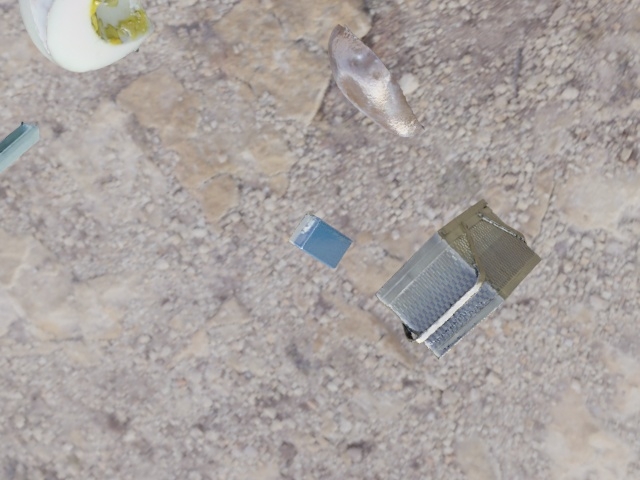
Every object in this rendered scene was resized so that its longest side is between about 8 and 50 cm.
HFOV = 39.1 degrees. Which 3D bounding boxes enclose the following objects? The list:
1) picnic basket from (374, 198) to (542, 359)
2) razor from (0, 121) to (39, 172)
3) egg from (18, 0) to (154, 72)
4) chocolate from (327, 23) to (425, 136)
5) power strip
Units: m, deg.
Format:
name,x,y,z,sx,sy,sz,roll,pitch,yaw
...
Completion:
name,x,y,z,sx,sy,sz,roll,pitch,yaw
picnic basket,0.218,0.057,1.405,0.139,0.267,0.165,47,119,8
razor,-0.453,-0.107,1.237,0.111,0.278,0.056,10,110,3
egg,-0.382,-0.389,1.385,0.206,0.271,0.162,-44,74,-9
chocolate,0.090,-0.287,1.715,0.083,0.261,0.161,-43,52,1
power strip,0.000,0.000,1.377,0.032,0.123,0.056,32,90,31
